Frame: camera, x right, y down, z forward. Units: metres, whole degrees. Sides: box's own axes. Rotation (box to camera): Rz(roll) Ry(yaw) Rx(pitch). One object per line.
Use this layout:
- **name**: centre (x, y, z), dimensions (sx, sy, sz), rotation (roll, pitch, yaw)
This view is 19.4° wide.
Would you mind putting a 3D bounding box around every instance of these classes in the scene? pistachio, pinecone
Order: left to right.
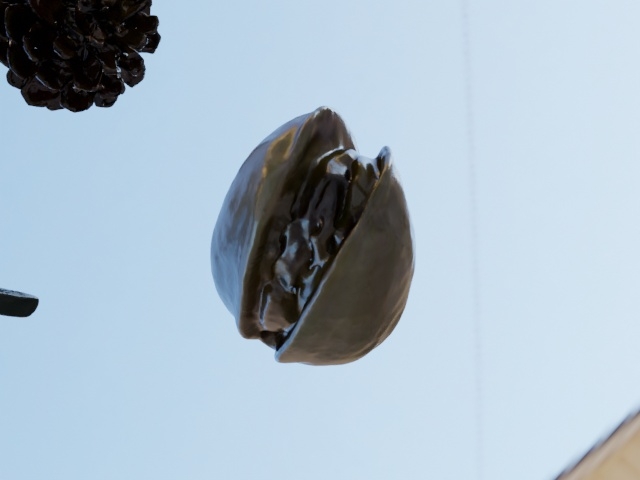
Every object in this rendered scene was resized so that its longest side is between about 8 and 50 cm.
- **pinecone**: centre (-0.185, -0.169, 1.461), dimensions (0.140, 0.121, 0.140), rotation (7, -102, -38)
- **pistachio**: centre (0.000, 0.000, 1.142), dimensions (0.131, 0.129, 0.206), rotation (-61, -5, -31)

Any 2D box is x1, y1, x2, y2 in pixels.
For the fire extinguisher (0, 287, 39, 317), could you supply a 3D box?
- **fire extinguisher**: centre (-0.344, -0.030, 1.319), dimensions (0.095, 0.311, 0.114), rotation (-60, -16, 11)
